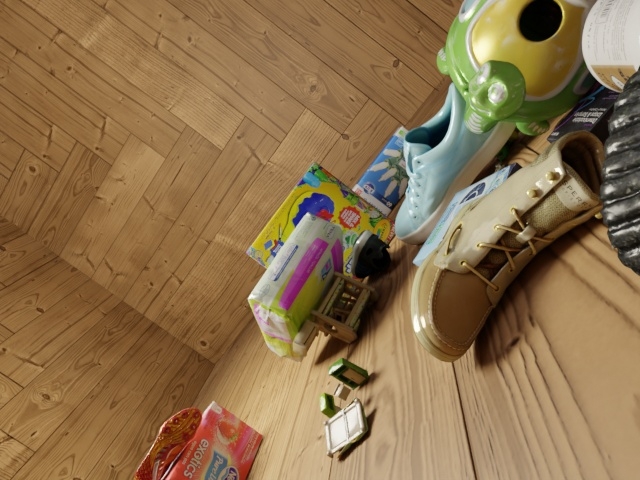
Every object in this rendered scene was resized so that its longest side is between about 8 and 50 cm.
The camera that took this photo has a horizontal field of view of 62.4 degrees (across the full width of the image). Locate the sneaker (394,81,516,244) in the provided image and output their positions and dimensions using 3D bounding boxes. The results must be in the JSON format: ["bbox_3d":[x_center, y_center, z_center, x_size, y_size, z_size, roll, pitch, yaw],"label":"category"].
[{"bbox_3d":[0.206,-0.146,1.000,0.135,0.150,0.366,-87,20,-50],"label":"sneaker"}]

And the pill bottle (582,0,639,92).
[{"bbox_3d":[0.347,-0.197,0.491,0.131,0.131,0.229,-51,5,19],"label":"pill bottle"}]

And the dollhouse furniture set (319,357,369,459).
[{"bbox_3d":[0.046,0.251,0.783,0.076,0.059,0.151,-43,28,21],"label":"dollhouse furniture set"}]

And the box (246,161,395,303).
[{"bbox_3d":[0.000,0.000,1.404,0.290,0.279,0.177,-55,5,-6],"label":"box"}]

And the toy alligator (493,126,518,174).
[{"bbox_3d":[0.330,-0.187,0.989,0.056,0.051,0.189,-48,7,46],"label":"toy alligator"}]

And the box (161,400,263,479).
[{"bbox_3d":[-0.253,0.504,1.076,0.154,0.142,0.300,-50,6,25],"label":"box"}]

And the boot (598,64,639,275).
[{"bbox_3d":[0.323,-0.133,0.292,0.348,0.131,0.260,-55,6,-11],"label":"boot"}]

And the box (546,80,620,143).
[{"bbox_3d":[0.380,-0.187,0.693,0.162,0.029,0.116,-53,5,12],"label":"box"}]

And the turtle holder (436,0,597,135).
[{"bbox_3d":[0.297,-0.303,0.768,0.320,0.243,0.227,-24,-15,-16],"label":"turtle holder"}]

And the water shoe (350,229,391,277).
[{"bbox_3d":[0.118,0.052,1.214,0.073,0.080,0.203,-51,-20,-15],"label":"water shoe"}]

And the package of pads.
[{"bbox_3d":[-0.040,0.116,1.125,0.229,0.101,0.296,-58,-18,-24],"label":"package of pads"}]

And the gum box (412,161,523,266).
[{"bbox_3d":[0.236,-0.028,0.837,0.157,0.041,0.184,-55,5,-16],"label":"gum box"}]

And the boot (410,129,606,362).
[{"bbox_3d":[0.213,0.003,0.588,0.262,0.095,0.203,-52,5,-37],"label":"boot"}]

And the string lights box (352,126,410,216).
[{"bbox_3d":[0.216,-0.203,1.621,0.259,0.133,0.077,-53,6,5],"label":"string lights box"}]

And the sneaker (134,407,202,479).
[{"bbox_3d":[-0.300,0.403,1.041,0.175,0.064,0.067,-50,-4,-16],"label":"sneaker"}]

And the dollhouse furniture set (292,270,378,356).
[{"bbox_3d":[0.033,0.192,1.094,0.182,0.101,0.161,-57,-18,-31],"label":"dollhouse furniture set"}]
